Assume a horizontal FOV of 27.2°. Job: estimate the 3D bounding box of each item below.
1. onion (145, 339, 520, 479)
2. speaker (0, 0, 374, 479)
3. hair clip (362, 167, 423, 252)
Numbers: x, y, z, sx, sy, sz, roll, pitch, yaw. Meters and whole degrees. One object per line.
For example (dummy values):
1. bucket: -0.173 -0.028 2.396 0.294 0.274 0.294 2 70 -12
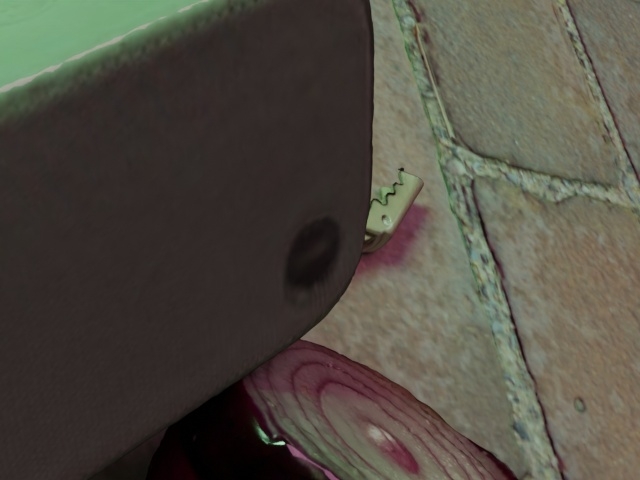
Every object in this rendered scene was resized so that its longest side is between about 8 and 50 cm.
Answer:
1. onion: -0.011 0.116 0.644 0.195 0.140 0.218 12 27 -38
2. speaker: -0.180 0.004 0.479 0.184 0.183 0.406 30 46 34
3. hair clip: 0.000 0.000 0.815 0.226 0.034 0.072 -12 70 -46
